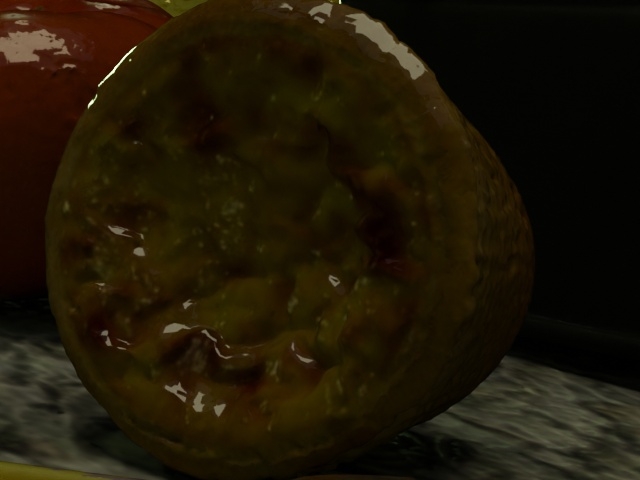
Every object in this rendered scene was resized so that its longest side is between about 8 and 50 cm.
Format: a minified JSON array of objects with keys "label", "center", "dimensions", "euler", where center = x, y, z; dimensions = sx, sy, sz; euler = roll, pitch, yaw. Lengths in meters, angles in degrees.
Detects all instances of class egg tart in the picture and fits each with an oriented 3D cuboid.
[{"label":"egg tart","center":[0.000,0.000,0.655],"dimensions":[0.203,0.202,0.147],"euler":[12,3,28]}]

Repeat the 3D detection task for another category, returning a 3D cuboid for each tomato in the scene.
[{"label":"tomato","center":[-0.186,-0.059,0.881],"dimensions":[0.260,0.180,0.260],"euler":[3,10,-1]}]

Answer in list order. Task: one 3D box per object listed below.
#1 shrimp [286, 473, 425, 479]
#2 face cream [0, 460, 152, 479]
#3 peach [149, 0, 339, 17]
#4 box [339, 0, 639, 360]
[{"label":"shrimp","center":[0.037,0.109,0.498],"dimensions":[0.178,0.034,0.124],"euler":[7,13,13]},{"label":"face cream","center":[-0.045,0.099,0.378],"dimensions":[0.273,0.078,0.078],"euler":[7,10,5]},{"label":"peach","center":[-0.025,-0.114,1.126],"dimensions":[0.245,0.248,0.275],"euler":[24,9,-45]},{"label":"box","center":[0.206,-0.050,0.923],"dimensions":[0.345,0.204,0.251],"euler":[8,11,37]}]
